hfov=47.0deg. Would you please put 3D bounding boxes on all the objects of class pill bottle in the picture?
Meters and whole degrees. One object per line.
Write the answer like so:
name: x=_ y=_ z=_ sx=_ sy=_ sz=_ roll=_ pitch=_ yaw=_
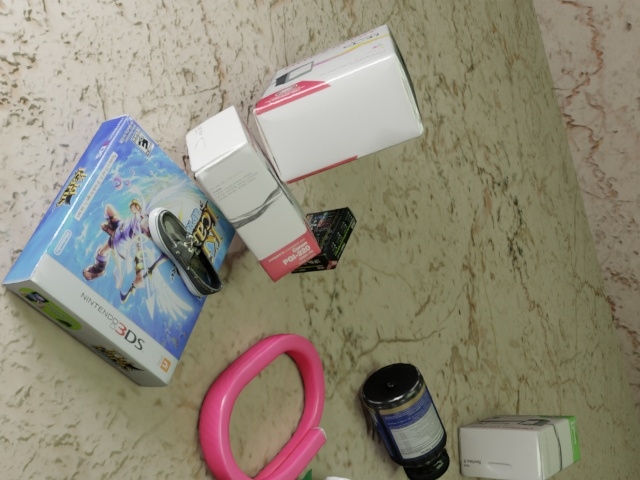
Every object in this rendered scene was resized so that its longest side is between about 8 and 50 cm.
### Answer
pill bottle: x=0.173 y=0.358 z=1.430 sx=0.123 sy=0.122 sz=0.219 roll=-49 pitch=123 yaw=-47

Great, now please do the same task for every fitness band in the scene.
fitness band: x=-0.076 y=0.272 z=1.159 sx=0.291 sy=0.054 sz=0.209 roll=-37 pitch=114 yaw=-52

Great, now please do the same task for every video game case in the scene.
video game case: x=-0.243 y=0.015 z=0.969 sx=0.244 sy=0.061 sz=0.270 roll=50 pitch=46 yaw=-38

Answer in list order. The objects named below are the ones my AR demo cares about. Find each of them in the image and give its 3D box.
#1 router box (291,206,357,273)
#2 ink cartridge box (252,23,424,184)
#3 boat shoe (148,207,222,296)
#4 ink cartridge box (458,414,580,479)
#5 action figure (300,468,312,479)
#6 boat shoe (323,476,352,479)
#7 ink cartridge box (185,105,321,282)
router box: x=0.000 y=0.000 z=1.283 sx=0.038 sy=0.092 sz=0.122 roll=56 pitch=43 yaw=-32
ink cartridge box: x=0.033 y=-0.225 z=1.172 sx=0.306 sy=0.226 sz=0.131 roll=-85 pitch=152 yaw=-65
boat shoe: x=-0.175 y=0.014 z=0.975 sx=0.142 sy=0.040 sz=0.049 roll=62 pitch=40 yaw=-27
ink cartridge box: x=0.480 y=0.490 z=1.767 sx=0.272 sy=0.198 sz=0.115 roll=7 pitch=78 yaw=-54
action figure: x=-0.074 y=0.454 z=1.125 sx=0.232 sy=0.063 sz=0.137 roll=-7 pitch=92 yaw=-51
boat shoe: x=0.082 y=0.519 z=1.297 sx=0.301 sy=0.108 sz=0.102 roll=59 pitch=39 yaw=-40
ink cartridge box: x=-0.101 y=-0.071 z=1.099 sx=0.218 sy=0.092 sz=0.159 roll=54 pitch=5 yaw=-32
